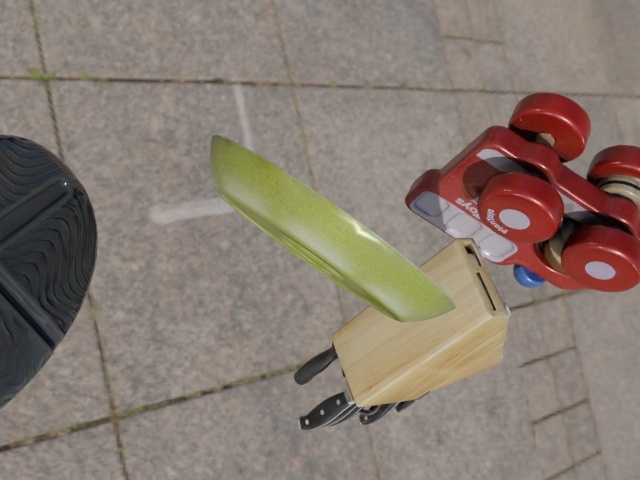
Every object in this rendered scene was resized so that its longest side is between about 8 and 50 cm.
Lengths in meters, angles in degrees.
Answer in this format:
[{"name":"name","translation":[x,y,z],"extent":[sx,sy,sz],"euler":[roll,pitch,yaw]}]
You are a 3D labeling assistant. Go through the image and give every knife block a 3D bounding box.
[{"name":"knife block","translation":[0.070,0.120,0.985],"extent":[0.275,0.242,0.088],"euler":[70,-2,-67]}]

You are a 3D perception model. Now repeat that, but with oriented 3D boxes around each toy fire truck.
[{"name":"toy fire truck","translation":[0.288,-0.030,1.207],"extent":[0.302,0.254,0.169],"euler":[31,61,-10]}]

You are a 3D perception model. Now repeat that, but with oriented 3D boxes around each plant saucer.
[{"name":"plant saucer","translation":[0.000,0.000,0.754],"extent":[0.241,0.241,0.037],"euler":[38,86,-32]}]

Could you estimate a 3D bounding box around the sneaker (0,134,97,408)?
[{"name":"sneaker","translation":[-0.359,0.096,0.595],"extent":[0.447,0.257,0.169],"euler":[-50,118,-31]}]
